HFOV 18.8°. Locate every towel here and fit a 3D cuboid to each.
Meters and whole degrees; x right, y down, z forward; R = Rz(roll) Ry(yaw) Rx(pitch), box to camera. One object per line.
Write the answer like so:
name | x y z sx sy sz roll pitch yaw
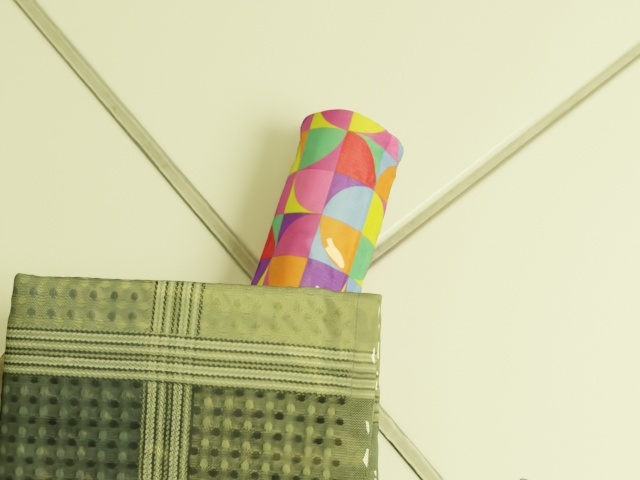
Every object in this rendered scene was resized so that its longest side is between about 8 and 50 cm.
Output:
towel | -0.108 0.187 1.599 0.324 0.056 0.312 4 90 5

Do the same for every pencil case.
pencil case | 0.000 0.000 1.689 0.104 0.104 0.236 16 69 5

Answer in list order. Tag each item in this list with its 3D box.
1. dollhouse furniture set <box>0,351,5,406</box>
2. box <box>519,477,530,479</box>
dollhouse furniture set | -0.234 0.105 1.687 0.076 0.058 0.151 36 93 4
box | 0.212 0.286 1.500 0.184 0.261 0.103 22 72 8
